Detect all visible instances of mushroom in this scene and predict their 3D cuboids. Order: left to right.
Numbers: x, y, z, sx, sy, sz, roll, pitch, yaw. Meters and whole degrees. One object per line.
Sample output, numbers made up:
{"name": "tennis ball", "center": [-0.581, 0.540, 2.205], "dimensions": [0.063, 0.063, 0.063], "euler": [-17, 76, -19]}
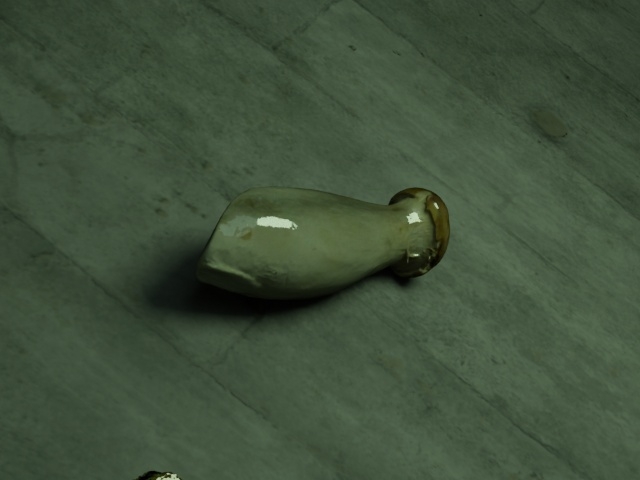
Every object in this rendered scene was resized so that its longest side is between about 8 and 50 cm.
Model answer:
{"name": "mushroom", "center": [0.000, 0.000, 1.425], "dimensions": [0.350, 0.128, 0.128], "euler": [-6, 54, -39]}

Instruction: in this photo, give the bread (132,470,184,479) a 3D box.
{"name": "bread", "center": [-0.135, 0.277, 1.116], "dimensions": [0.140, 0.069, 0.128], "euler": [35, 42, -4]}
